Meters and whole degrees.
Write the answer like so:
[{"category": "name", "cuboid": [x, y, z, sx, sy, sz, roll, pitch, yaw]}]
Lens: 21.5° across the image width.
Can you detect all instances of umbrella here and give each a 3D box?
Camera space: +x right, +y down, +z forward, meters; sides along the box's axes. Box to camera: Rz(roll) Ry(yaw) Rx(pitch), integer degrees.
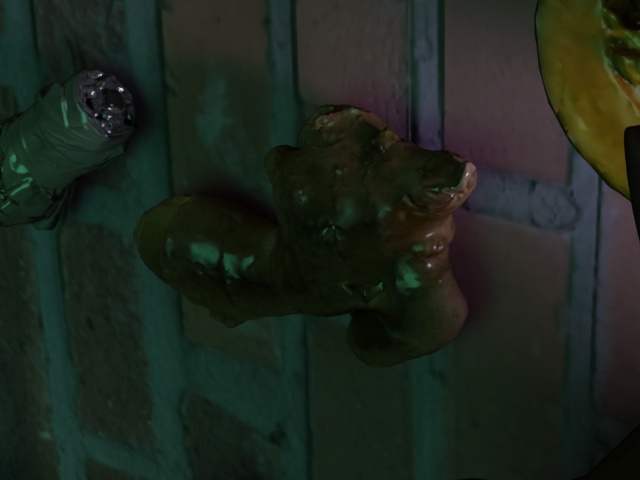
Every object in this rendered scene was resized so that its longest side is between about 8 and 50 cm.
[{"category": "umbrella", "cuboid": [-0.153, -0.046, 0.924, 0.067, 0.062, 0.143, 34, 135, -20]}]

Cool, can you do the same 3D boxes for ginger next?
[{"category": "ginger", "cuboid": [-0.007, -0.008, 0.828, 0.214, 0.059, 0.133, 14, 128, 34]}]

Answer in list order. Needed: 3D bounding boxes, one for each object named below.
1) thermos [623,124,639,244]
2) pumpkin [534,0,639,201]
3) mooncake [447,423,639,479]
[{"category": "thermos", "cuboid": [0.218, -0.022, 0.440, 0.265, 0.146, 0.176, -24, 90, 8]}, {"category": "pumpkin", "cuboid": [0.177, -0.152, 0.555, 0.221, 0.139, 0.317, 8, 115, 38]}, {"category": "mooncake", "cuboid": [0.155, 0.273, 0.600, 0.467, 0.262, 0.467, 2, 114, 4]}]
